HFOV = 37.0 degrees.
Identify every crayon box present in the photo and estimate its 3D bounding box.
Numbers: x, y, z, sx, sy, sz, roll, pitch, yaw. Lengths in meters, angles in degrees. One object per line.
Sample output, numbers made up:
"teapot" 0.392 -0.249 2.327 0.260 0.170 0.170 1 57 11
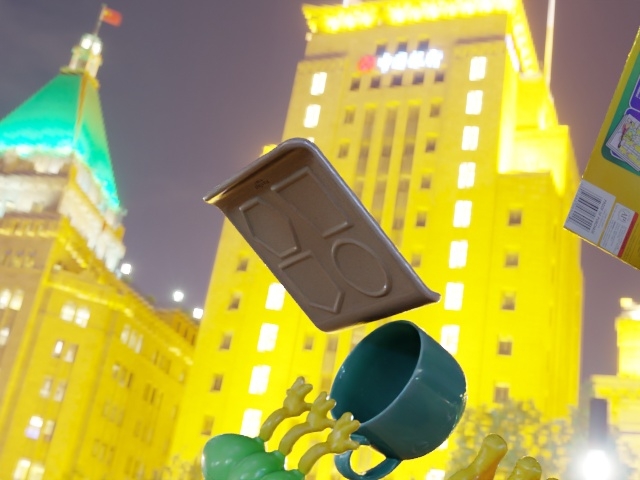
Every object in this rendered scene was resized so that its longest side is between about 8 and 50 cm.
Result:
"crayon box" 0.359 -0.099 0.903 0.081 0.278 0.165 -10 35 -42

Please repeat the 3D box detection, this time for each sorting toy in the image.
"sorting toy" 0.000 0.000 0.937 0.208 0.038 0.193 48 -33 -12

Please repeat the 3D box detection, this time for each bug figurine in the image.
"bug figurine" 0.000 0.202 0.441 0.072 0.279 0.216 -2 23 -42

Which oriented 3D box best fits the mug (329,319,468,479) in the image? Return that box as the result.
"mug" 0.079 0.171 0.994 0.097 0.129 0.158 40 -80 -25
